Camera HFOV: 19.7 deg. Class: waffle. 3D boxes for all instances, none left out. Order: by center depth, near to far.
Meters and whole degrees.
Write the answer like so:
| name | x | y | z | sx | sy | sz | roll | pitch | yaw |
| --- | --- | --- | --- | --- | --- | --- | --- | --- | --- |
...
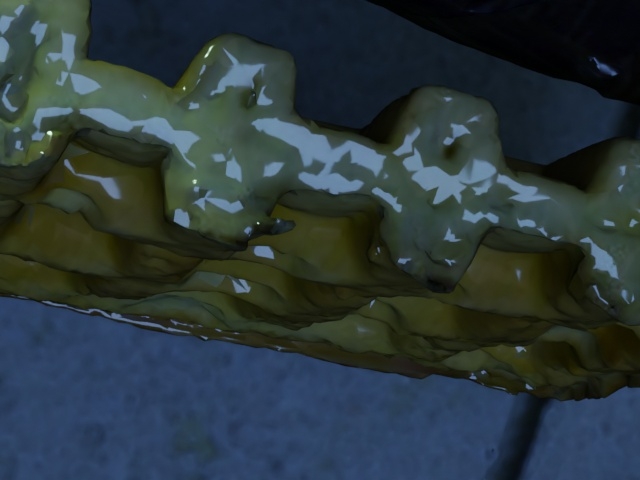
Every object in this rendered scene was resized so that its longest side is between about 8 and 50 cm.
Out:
| name | x | y | z | sx | sy | sz | roll | pitch | yaw |
| --- | --- | --- | --- | --- | --- | --- | --- | --- | --- |
| waffle | 0.000 | 0.001 | 0.746 | 0.348 | 0.304 | 0.077 | 12 | 78 | -15 |

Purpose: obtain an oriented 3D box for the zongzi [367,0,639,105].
| name | x | y | z | sx | sy | sz | roll | pitch | yaw |
| --- | --- | --- | --- | --- | --- | --- | --- | --- | --- |
| zongzi | 0.083 | -0.174 | 0.689 | 0.432 | 0.403 | 0.208 | 29 | 103 | -29 |
